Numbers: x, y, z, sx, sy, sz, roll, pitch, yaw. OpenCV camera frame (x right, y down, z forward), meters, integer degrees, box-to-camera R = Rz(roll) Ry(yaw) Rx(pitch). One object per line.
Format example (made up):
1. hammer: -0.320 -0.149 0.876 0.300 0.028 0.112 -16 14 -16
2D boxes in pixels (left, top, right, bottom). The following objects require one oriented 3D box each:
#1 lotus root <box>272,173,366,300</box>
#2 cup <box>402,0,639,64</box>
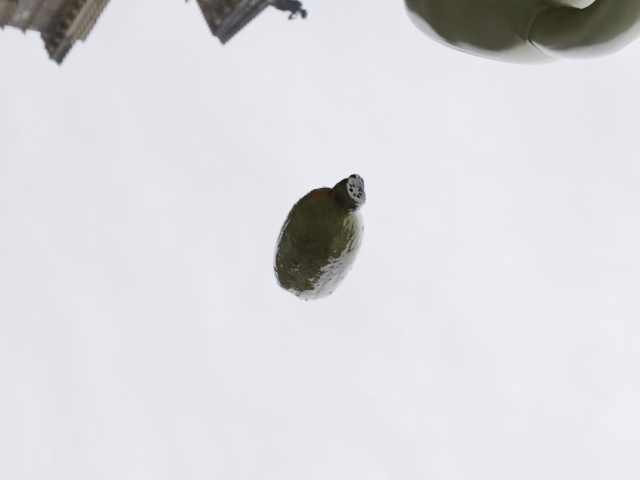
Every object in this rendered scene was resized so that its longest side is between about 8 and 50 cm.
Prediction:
1. lotus root: 0.000 0.001 0.806 0.183 0.090 0.077 120 -14 -47
2. cup: 0.188 -0.240 0.567 0.255 0.173 0.202 37 -51 37
